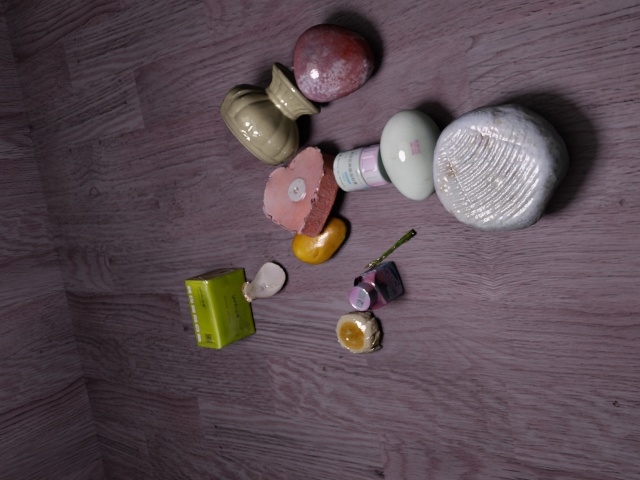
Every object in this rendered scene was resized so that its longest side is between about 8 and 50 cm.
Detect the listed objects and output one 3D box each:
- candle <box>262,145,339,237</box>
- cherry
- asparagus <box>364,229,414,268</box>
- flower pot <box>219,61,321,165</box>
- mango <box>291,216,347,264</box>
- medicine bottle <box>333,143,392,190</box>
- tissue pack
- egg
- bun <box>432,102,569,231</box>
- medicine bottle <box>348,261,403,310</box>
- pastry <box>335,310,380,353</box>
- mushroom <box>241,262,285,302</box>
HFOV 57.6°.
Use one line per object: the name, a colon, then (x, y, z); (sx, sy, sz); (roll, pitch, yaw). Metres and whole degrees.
candle: (-0.048, -0.143, 1.957); (0.317, 0.131, 0.288); (-36, 52, 37)
cherry: (0.020, -0.539, 1.770); (0.285, 0.213, 0.236); (4, 91, 19)
asparagus: (0.223, 0.034, 1.893); (0.023, 0.022, 0.233); (47, 126, -3)
flower pot: (-0.149, -0.422, 1.909); (0.244, 0.307, 0.308); (-40, 76, 17)
mango: (0.000, 0.000, 2.005); (0.227, 0.109, 0.147); (-27, 77, 31)
medicine bottle: (0.141, -0.227, 1.820); (0.168, 0.135, 0.135); (-5, 98, 38)
tissue pack: (-0.398, 0.264, 2.322); (0.167, 0.200, 0.275); (-2, 101, 40)
egg: (0.268, -0.245, 1.682); (0.182, 0.182, 0.265); (-3, 106, 38)
bun: (0.465, -0.196, 1.533); (0.354, 0.194, 0.355); (12, 111, 34)
medicine bottle: (0.171, 0.152, 1.851); (0.094, 0.188, 0.119); (-22, 92, 39)
pastry: (0.130, 0.317, 1.996); (0.165, 0.088, 0.166); (13, 111, 37)
mushroom: (-0.219, 0.174, 2.239); (0.225, 0.093, 0.116); (-45, 64, 46)
